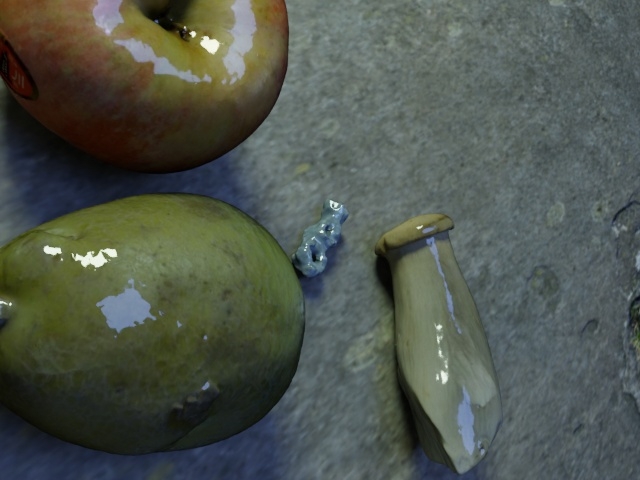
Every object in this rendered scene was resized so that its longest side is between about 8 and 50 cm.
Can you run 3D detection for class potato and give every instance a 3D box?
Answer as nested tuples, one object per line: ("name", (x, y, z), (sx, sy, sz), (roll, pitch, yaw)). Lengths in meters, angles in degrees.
("potato", (-0.118, 0.053, 0.526), (0.251, 0.159, 0.174), (7, 46, -53))

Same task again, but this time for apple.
("apple", (-0.131, -0.148, 0.566), (0.210, 0.164, 0.209), (2, 86, -33))

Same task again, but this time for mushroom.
("mushroom", (0.115, 0.098, 0.760), (0.108, 0.096, 0.246), (5, 69, -41))

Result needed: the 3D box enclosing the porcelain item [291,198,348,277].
("porcelain item", (0.000, 0.000, 0.729), (0.036, 0.028, 0.083), (43, 54, -27))
